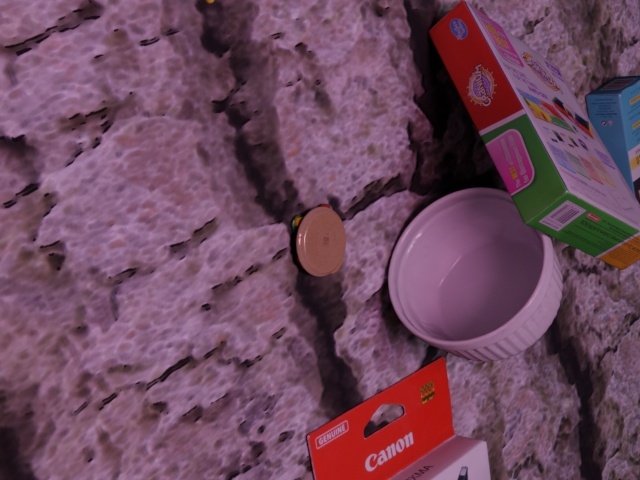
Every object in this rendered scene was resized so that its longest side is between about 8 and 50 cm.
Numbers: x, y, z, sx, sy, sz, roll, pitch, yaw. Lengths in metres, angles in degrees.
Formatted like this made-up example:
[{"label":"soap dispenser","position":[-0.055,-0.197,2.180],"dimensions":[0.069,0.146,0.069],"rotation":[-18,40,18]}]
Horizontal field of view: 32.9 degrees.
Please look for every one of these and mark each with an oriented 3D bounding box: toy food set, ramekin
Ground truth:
[{"label":"toy food set","position":[0.000,0.000,1.241],"dimensions":[0.083,0.020,0.083],"rotation":[-10,100,-45]},{"label":"ramekin","position":[0.197,0.049,1.326],"dimensions":[0.109,0.207,0.207],"rotation":[41,65,-50]}]

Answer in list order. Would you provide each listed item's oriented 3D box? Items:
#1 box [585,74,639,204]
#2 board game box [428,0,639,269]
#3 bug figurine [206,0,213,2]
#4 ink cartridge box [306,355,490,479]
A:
[{"label":"box","position":[0.486,-0.129,1.708],"dimensions":[0.100,0.060,0.244],"rotation":[-32,115,-40]},{"label":"board game box","position":[0.281,-0.131,1.359],"dimensions":[0.242,0.064,0.317],"rotation":[21,39,-45]},{"label":"bug figurine","position":[-0.086,-0.368,1.002],"dimensions":[0.216,0.072,0.279],"rotation":[-25,127,5]},{"label":"ink cartridge box","position":[0.110,0.305,1.357],"dimensions":[0.275,0.060,0.239],"rotation":[-22,111,-43]}]
